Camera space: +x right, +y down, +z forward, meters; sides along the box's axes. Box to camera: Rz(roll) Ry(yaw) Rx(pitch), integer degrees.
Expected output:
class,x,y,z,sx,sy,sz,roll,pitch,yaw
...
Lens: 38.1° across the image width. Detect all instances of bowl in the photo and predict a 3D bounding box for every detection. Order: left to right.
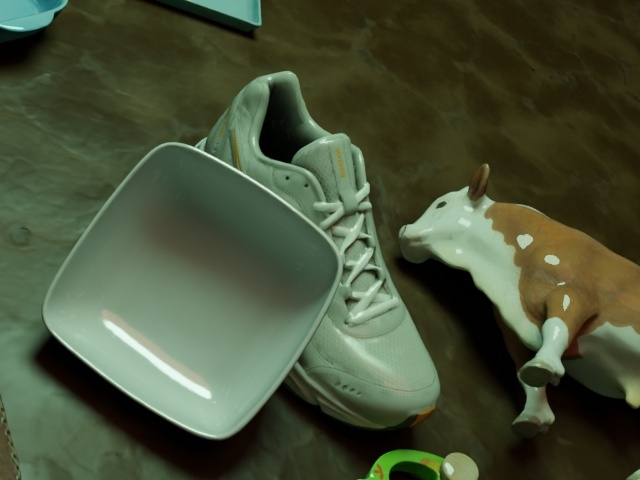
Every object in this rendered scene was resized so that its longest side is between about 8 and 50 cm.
class,x,y,z,sx,sy,sz,roll,pitch,yaw
bowl,-0.071,0.030,0.549,0.142,0.053,0.142,34,83,3

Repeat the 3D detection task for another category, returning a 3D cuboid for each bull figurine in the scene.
class,x,y,z,sx,sy,sz,roll,pitch,yaw
bull figurine,0.202,0.070,0.694,0.310,0.101,0.188,24,46,-9

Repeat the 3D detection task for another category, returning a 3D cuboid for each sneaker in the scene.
class,x,y,z,sx,sy,sz,roll,pitch,yaw
sneaker,0.000,0.000,0.609,0.099,0.121,0.262,-16,62,-41

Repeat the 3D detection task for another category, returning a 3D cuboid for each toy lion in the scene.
class,x,y,z,sx,sy,sz,roll,pitch,yaw
toy lion,0.046,0.168,0.552,0.096,0.034,0.100,16,43,-10

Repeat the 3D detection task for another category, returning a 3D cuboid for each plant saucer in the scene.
class,x,y,z,sx,sy,sz,roll,pitch,yaw
plant saucer,-0.144,-0.234,0.817,0.192,0.018,0.067,16,44,-22

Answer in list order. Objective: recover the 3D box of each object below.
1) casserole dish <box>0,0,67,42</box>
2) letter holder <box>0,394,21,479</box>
class,x,y,z,sx,sy,sz,roll,pitch,yaw
casserole dish,-0.275,-0.206,0.690,0.188,0.037,0.114,46,42,11
letter holder,-0.229,0.086,0.240,0.214,0.152,0.302,62,10,27
